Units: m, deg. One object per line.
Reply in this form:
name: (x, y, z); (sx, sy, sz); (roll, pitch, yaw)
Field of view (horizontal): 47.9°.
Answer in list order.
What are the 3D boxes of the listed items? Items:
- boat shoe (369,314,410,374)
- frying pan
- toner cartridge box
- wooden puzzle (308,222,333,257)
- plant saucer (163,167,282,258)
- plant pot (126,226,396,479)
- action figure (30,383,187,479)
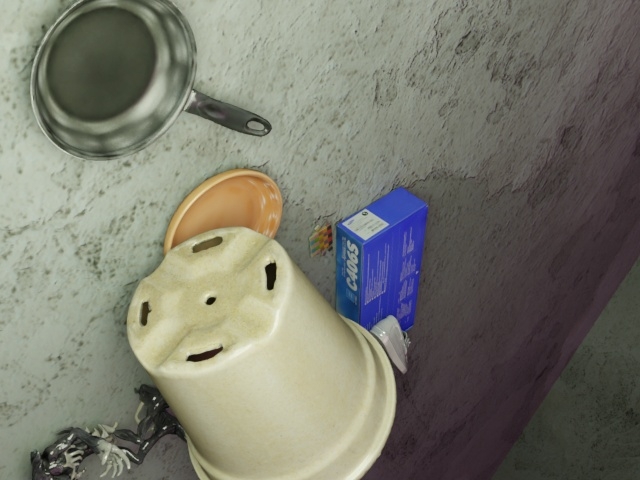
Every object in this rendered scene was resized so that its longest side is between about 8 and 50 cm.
boat shoe: (0.150, 0.207, 1.447); (0.063, 0.066, 0.184); (-43, 136, -10)
frying pan: (-0.176, -0.194, 0.818); (0.326, 0.053, 0.197); (-19, 135, -42)
toner cartridge box: (0.113, 0.076, 1.395); (0.165, 0.075, 0.347); (-30, 141, -27)
wooden puzzle: (0.000, 0.000, 1.250); (0.049, 0.006, 0.083); (-34, 143, -24)
plant saucer: (-0.142, -0.019, 1.035); (0.200, 0.037, 0.200); (-31, 143, -28)
plant pot: (-0.095, 0.157, 0.983); (0.334, 0.334, 0.305); (-42, 137, -14)
action figure: (-0.321, 0.331, 1.063); (0.276, 0.141, 0.164); (-31, 143, -33)
